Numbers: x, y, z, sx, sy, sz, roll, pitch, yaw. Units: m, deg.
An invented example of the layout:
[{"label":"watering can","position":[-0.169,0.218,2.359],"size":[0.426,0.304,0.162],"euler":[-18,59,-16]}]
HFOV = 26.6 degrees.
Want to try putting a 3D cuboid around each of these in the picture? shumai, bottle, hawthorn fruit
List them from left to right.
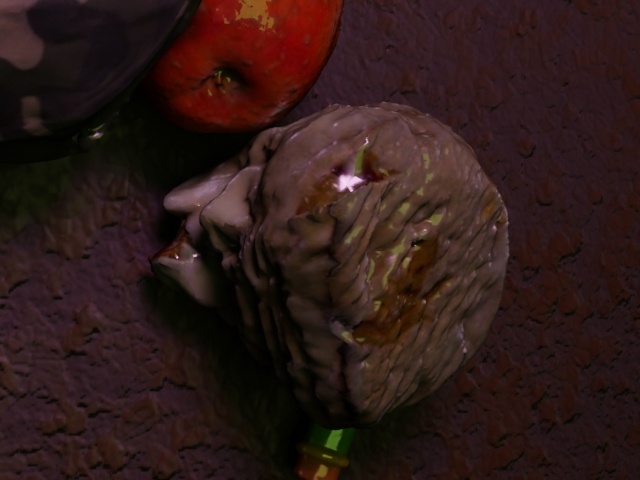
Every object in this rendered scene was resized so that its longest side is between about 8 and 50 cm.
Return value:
[{"label":"hawthorn fruit","position":[-0.068,-0.164,0.946],"size":[0.189,0.189,0.189],"euler":[-3,96,-28]},{"label":"shumai","position":[0.001,0.001,0.989],"size":[0.189,0.218,0.255],"euler":[-35,133,-38]},{"label":"bottle","position":[0.026,0.106,1.084],"size":[0.069,0.069,0.187],"euler":[23,83,-28]}]

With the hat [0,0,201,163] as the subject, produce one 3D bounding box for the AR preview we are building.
[{"label":"hat","position":[-0.273,-0.179,0.767],"size":[0.382,0.257,0.366],"euler":[-15,122,-42]}]
